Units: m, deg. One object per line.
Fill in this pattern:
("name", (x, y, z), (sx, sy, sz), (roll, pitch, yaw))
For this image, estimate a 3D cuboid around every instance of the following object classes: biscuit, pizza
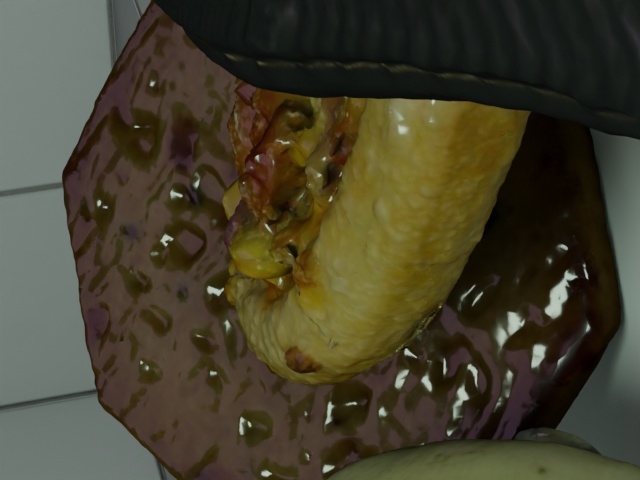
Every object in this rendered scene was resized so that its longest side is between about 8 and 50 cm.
("biscuit", (0.001, 0.000, 0.944), (0.359, 0.046, 0.359), (2, 95, 33))
("pizza", (0.029, -0.079, 0.746), (0.409, 0.114, 0.277), (131, 151, -65))

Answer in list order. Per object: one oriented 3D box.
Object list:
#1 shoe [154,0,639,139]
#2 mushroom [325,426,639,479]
("shoe", (0.102, -0.121, 0.426), (0.384, 0.237, 0.171), (22, 122, 60))
("mushroom", (0.099, 0.182, 0.792), (0.246, 0.246, 0.202), (94, -159, -46))
